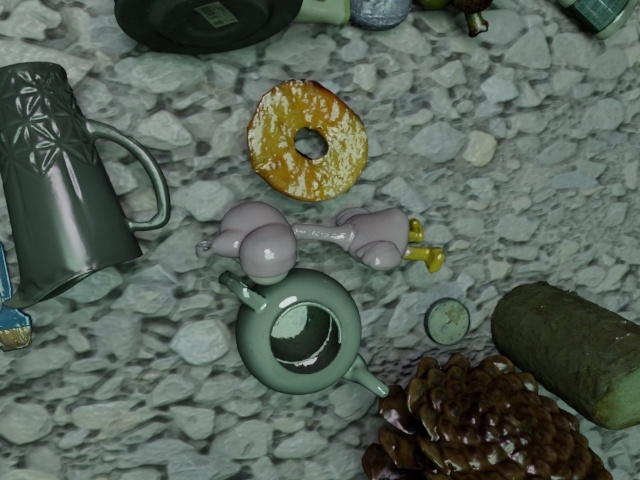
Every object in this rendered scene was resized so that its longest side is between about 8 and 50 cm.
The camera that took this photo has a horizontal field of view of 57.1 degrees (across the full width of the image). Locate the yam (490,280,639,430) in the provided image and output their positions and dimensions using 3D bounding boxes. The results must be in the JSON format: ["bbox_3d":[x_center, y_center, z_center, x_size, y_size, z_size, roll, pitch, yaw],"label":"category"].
[{"bbox_3d":[0.419,0.179,0.932,0.168,0.304,0.167,-5,107,-17],"label":"yam"}]

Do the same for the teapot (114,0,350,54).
[{"bbox_3d":[-0.115,-0.398,0.767,0.322,0.239,0.239,-9,85,-7],"label":"teapot"}]

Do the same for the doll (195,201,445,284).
[{"bbox_3d":[0.000,-0.001,0.871,0.366,0.160,0.094,-4,123,-17],"label":"doll"}]

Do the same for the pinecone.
[{"bbox_3d":[0.218,0.386,0.888,0.385,0.384,0.384,-2,97,-14],"label":"pinecone"}]

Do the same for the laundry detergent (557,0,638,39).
[{"bbox_3d":[0.420,-0.440,0.971,0.226,0.070,0.099,35,94,-15],"label":"laundry detergent"}]

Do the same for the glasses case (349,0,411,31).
[{"bbox_3d":[0.090,-0.465,0.890,0.109,0.067,0.282,1,98,-8],"label":"glasses case"}]

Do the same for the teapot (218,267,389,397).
[{"bbox_3d":[-0.032,0.138,0.891,0.294,0.129,0.193,37,84,-10],"label":"teapot"}]

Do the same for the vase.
[{"bbox_3d":[-0.343,-0.082,0.794,0.251,0.156,0.300,-17,94,-8],"label":"vase"}]

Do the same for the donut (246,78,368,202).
[{"bbox_3d":[-0.025,-0.148,0.895,0.190,0.075,0.174,16,91,-19],"label":"donut"}]

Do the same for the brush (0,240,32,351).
[{"bbox_3d":[-0.453,0.079,0.846,0.051,0.014,0.164,-10,97,-14],"label":"brush"}]

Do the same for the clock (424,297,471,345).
[{"bbox_3d":[0.220,0.141,1.014,0.085,0.017,0.085,-2,97,-13],"label":"clock"}]

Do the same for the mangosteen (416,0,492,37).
[{"bbox_3d":[0.220,-0.425,0.882,0.173,0.172,0.184,25,109,-15],"label":"mangosteen"}]
